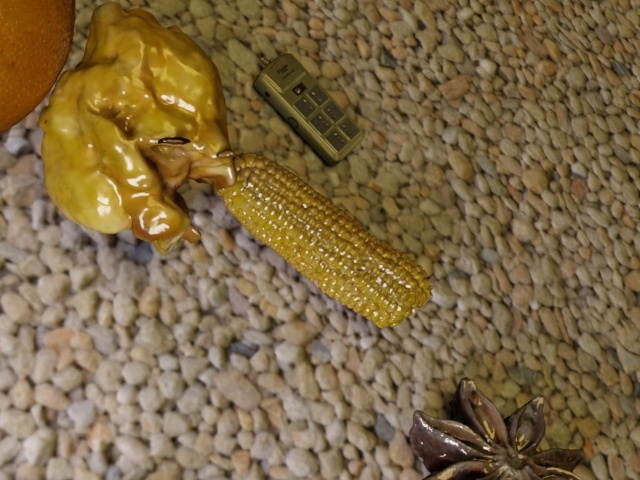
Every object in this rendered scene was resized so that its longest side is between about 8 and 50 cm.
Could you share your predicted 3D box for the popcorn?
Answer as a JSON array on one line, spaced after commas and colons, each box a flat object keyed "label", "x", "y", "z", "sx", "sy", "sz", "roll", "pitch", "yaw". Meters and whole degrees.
[{"label": "popcorn", "x": -0.196, "y": -0.108, "z": 1.031, "sx": 0.190, "sy": 0.191, "sz": 0.253, "roll": -14, "pitch": 79, "yaw": -26}]

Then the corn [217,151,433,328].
[{"label": "corn", "x": 0.000, "y": 0.000, "z": 1.152, "sx": 0.292, "sy": 0.101, "sz": 0.101, "roll": 36, "pitch": 51, "yaw": -13}]

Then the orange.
[{"label": "orange", "x": -0.362, "y": -0.219, "z": 0.939, "sx": 0.264, "sy": 0.264, "sz": 0.264, "roll": 15, "pitch": 58, "yaw": -26}]

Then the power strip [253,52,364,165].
[{"label": "power strip", "x": -0.018, "y": -0.177, "z": 1.282, "sx": 0.169, "sy": 0.028, "sz": 0.076, "roll": 46, "pitch": 51, "yaw": -3}]

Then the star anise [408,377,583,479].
[{"label": "star anise", "x": 0.206, "y": 0.279, "z": 1.133, "sx": 0.236, "sy": 0.109, "sz": 0.223, "roll": 13, "pitch": 35, "yaw": -11}]
